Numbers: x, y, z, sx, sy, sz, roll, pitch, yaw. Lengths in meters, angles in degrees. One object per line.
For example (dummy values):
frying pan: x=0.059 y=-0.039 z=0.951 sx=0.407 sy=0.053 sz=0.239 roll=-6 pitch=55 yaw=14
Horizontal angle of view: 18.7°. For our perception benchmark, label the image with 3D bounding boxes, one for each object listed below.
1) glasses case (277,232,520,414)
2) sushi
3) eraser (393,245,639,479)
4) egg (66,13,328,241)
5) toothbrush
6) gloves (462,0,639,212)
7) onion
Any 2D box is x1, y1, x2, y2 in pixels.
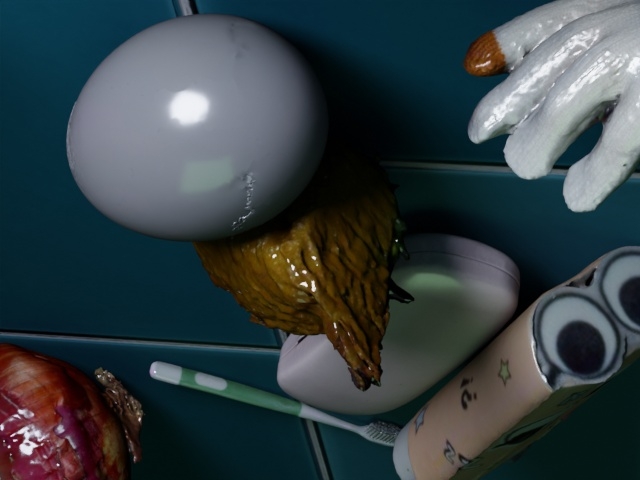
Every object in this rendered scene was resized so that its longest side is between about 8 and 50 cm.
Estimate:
glasses case: x=0.058 y=0.073 z=1.578 sx=0.113 sy=0.075 sz=0.297 roll=16 pitch=150 yaw=-18
sushi: x=-0.001 y=0.000 z=1.375 sx=0.287 sy=0.149 sz=0.140 roll=31 pitch=153 yaw=56
eraser: x=0.171 y=0.113 z=1.567 sx=0.171 sy=0.087 sz=0.290 roll=-28 pitch=168 yaw=-29
egg: x=-0.083 y=-0.072 z=1.272 sx=0.146 sy=0.146 sz=0.198 roll=30 pitch=153 yaw=-35
toothbrush: x=-0.038 y=0.153 z=1.814 sx=0.257 sy=0.018 sz=0.024 roll=17 pitch=148 yaw=-17
gloves: x=0.198 y=-0.097 z=1.179 sx=0.218 sy=0.140 sz=0.131 roll=20 pitch=133 yaw=5
onion: x=-0.234 y=0.192 z=1.786 sx=0.163 sy=0.230 sz=0.230 roll=-22 pitch=161 yaw=-23
